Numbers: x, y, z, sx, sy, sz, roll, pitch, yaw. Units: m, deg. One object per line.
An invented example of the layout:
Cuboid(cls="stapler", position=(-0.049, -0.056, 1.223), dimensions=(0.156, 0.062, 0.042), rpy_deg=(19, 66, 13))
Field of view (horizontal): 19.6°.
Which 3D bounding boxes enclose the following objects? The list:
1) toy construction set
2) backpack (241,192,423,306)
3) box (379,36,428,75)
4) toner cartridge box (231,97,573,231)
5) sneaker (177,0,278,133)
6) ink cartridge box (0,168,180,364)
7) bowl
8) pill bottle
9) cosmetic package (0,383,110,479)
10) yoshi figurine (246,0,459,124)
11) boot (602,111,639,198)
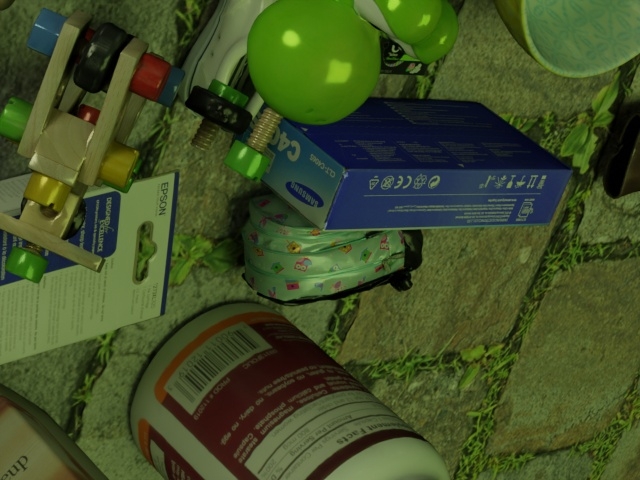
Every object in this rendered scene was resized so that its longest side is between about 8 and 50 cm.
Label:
Cuboid(cls="toy construction set", position=(-0.246, -0.087, 1.571), dimensions=(0.309, 0.257, 0.237), rpy_deg=(27, 93, -27))
Cuboid(cls="backpack", position=(0.000, 0.000, 1.969), dimensions=(0.182, 0.152, 0.115), rpy_deg=(-15, 113, -32))
Cuboid(cls="box", position=(0.074, -0.210, 1.928), dimensions=(0.083, 0.052, 0.062), rpy_deg=(-3, 122, -41))
Cuboid(cls="toner cartridge box", position=(0.091, -0.083, 1.956), dimensions=(0.348, 0.165, 0.075), rpy_deg=(-1, 121, -43))
Cuboid(cls="sneaker", position=(-0.045, -0.220, 1.773), dimensions=(0.094, 0.091, 0.258), rpy_deg=(6, 116, -46))
Cuboid(cls="ink cartridge box", position=(-0.307, 0.033, 1.745), dimensions=(0.371, 0.069, 0.175), rpy_deg=(-14, 128, -33))
Cuboid(cls="bowl", position=(0.268, -0.332, 1.935), dimensions=(0.289, 0.156, 0.289), rpy_deg=(-25, 134, -28))
Cuboid(cls="pill bottle", position=(-0.006, 0.253, 1.946), dimensions=(0.224, 0.392, 0.224), rpy_deg=(-25, 135, -28))
Cuboid(cls="cosmetic package", position=(-0.272, 0.278, 1.788), dimensions=(0.153, 0.296, 0.129), rpy_deg=(-50, 140, -3))
Cuboid(cls="yoshi figurine", position=(-0.048, -0.221, 1.555), dimensions=(0.204, 0.362, 0.203), rpy_deg=(-11, 127, -39))
Cuboid(cls="boot", position=(0.468, -0.160, 2.315), dimensions=(0.207, 0.090, 0.248), rpy_deg=(-8, 129, -43))
